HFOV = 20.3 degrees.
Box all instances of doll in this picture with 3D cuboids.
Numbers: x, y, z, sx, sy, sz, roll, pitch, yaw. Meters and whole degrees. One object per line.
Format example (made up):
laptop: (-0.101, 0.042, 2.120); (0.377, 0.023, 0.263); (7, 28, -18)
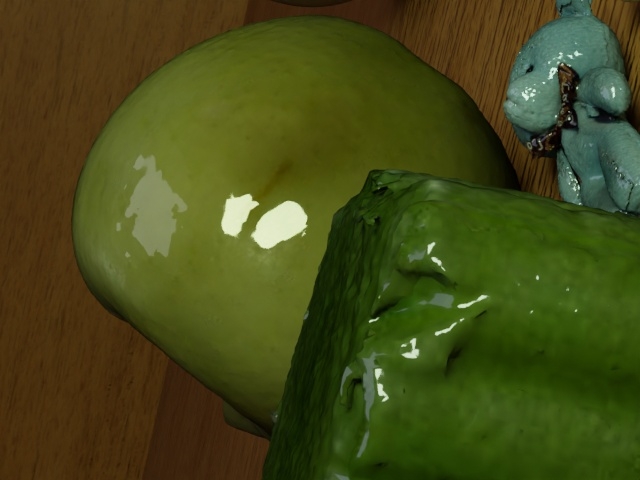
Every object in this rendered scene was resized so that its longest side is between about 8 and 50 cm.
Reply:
doll: (0.144, -0.066, 1.042); (0.179, 0.075, 0.120); (-93, 14, -53)

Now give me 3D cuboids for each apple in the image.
apple: (0.007, 0.002, 1.167); (0.258, 0.295, 0.233); (-49, 36, -10)

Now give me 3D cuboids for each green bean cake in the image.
green bean cake: (0.082, 0.127, 0.864); (0.319, 0.218, 0.335); (-128, 54, -84)

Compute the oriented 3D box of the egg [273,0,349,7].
egg: (0.036, -0.333, 1.671); (0.286, 0.174, 0.264); (-23, 53, 47)
